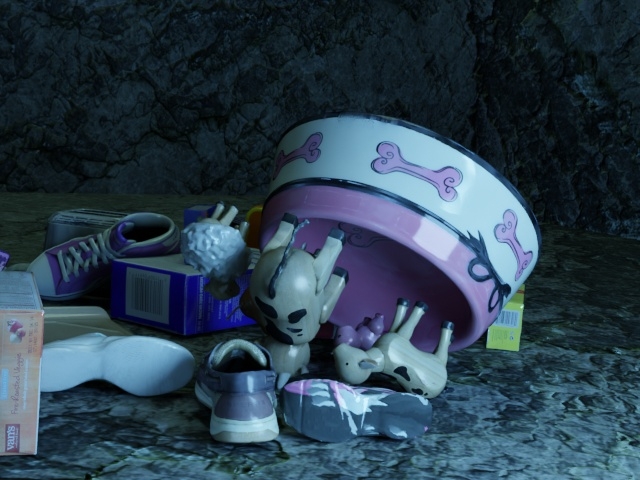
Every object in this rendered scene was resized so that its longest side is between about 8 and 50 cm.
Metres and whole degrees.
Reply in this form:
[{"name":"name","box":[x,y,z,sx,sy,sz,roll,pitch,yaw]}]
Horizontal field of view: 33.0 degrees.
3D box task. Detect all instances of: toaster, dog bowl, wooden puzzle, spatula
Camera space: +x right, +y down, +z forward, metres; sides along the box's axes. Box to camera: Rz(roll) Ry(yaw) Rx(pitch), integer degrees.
[{"name":"toaster","box":[-0.416,0.021,2.026,0.227,0.146,0.129,7,9,18]},{"name":"dog bowl","box":[0.092,0.009,1.520,0.408,0.150,0.408,21,-28,11]},{"name":"wooden puzzle","box":[-0.370,0.146,1.524,0.221,0.044,0.239,1,13,-30]},{"name":"spatula","box":[-0.541,0.054,1.980,0.297,0.030,0.084,7,51,21]}]

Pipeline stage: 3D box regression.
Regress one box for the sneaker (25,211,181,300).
[{"name":"sneaker","box":[-0.382,0.014,1.865,0.282,0.102,0.161,-19,-15,-10]}]

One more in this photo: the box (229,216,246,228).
[{"name":"box","box":[-0.103,0.008,2.460,0.207,0.108,0.153,0,8,-30]}]

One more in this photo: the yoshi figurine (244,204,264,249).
[{"name":"yoshi figurine","box":[0.001,-0.028,2.218,0.203,0.203,0.362,-29,-15,21]}]

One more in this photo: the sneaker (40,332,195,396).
[{"name":"sneaker","box":[-0.266,0.147,1.379,0.212,0.080,0.094,2,14,-6]}]

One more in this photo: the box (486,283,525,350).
[{"name":"box","box":[0.326,0.128,1.892,0.058,0.087,0.232,6,7,12]}]

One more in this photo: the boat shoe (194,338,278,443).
[{"name":"boat shoe","box":[-0.098,0.165,1.310,0.103,0.092,0.285,4,7,-8]}]

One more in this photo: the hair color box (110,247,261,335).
[{"name":"hair color box","box":[-0.173,0.082,1.862,0.185,0.110,0.339,9,10,39]}]

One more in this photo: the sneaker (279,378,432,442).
[{"name":"sneaker","box":[0.036,0.203,1.272,0.178,0.071,0.077,11,-6,-9]}]

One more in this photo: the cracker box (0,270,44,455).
[{"name":"cracker box","box":[-0.349,0.128,1.202,0.067,0.155,0.232,3,8,-17]}]

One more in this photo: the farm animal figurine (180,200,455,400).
[{"name":"farm animal figurine","box":[-0.009,0.112,1.437,0.330,0.172,0.326,9,-33,30]}]

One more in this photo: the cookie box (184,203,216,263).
[{"name":"cookie box","box":[-0.198,-0.011,1.803,0.040,0.091,0.107,2,8,6]}]

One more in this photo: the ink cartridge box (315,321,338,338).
[{"name":"ink cartridge box","box":[0.094,0.049,1.814,0.306,0.226,0.131,4,6,-16]}]
